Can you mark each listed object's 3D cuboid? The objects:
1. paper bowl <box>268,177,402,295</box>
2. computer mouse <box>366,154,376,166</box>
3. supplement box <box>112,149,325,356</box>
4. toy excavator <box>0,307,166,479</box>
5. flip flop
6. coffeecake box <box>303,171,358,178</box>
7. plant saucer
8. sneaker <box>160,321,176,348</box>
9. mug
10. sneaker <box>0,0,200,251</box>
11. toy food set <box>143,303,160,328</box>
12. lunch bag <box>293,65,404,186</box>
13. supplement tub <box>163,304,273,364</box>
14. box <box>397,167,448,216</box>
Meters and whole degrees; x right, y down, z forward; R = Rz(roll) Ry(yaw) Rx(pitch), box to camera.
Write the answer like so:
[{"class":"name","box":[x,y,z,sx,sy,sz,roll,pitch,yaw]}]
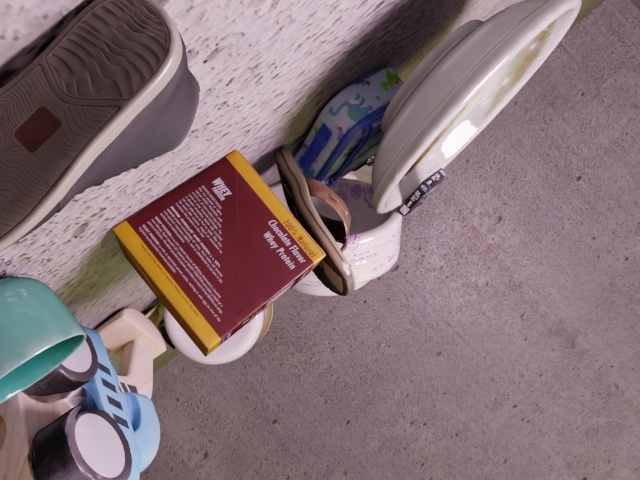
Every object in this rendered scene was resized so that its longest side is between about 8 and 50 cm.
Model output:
[{"class":"paper bowl","box":[0.007,-0.005,0.955,0.284,0.284,0.148,-35,134,-45]},{"class":"computer mouse","box":[0.262,-0.309,1.569,0.272,0.072,0.188,-41,175,22]},{"class":"supplement box","box":[-0.137,0.021,0.699,0.194,0.191,0.129,-39,175,-21]},{"class":"toy excavator","box":[-0.360,0.259,0.798,0.222,0.433,0.445,-35,149,0]},{"class":"flip flop","box":[-0.001,-0.043,0.771,0.080,0.277,0.112,-16,141,-10]},{"class":"coffeecake box","box":[0.006,-0.131,1.222,0.142,0.068,0.185,-40,176,12]},{"class":"plant saucer","box":[0.199,-0.213,0.767,0.400,0.100,0.400,-43,171,-8]},{"class":"sneaker","box":[-0.431,0.268,1.599,0.123,0.106,0.290,-45,-172,-25]},{"class":"mug","box":[-0.336,0.106,0.515,0.157,0.097,0.129,-38,177,-3]},{"class":"sneaker","box":[-0.169,-0.053,0.344,0.222,0.083,0.118,-40,177,-3]},{"class":"toy food set","box":[-0.446,0.210,1.222,0.132,0.038,0.192,-45,175,-34]},{"class":"lunch bag","box":[0.052,-0.186,0.882,0.176,0.090,0.219,-34,173,-31]},{"class":"supplement tub","box":[-0.241,0.179,1.287,0.228,0.228,0.316,-39,176,-2]},{"class":"box","box":[0.177,-0.083,0.878,0.067,0.018,0.083,-34,167,-43]}]
